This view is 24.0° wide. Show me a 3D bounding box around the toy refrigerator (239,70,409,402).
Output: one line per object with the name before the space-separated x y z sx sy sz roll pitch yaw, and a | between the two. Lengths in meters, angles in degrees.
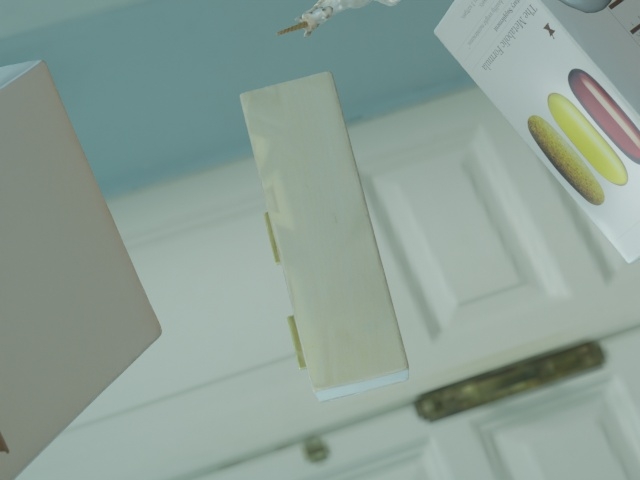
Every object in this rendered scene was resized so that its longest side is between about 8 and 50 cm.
toy refrigerator | 0.000 0.000 1.326 0.102 0.094 0.269 77 179 -78

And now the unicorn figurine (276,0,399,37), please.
unicorn figurine | 0.034 -0.246 1.355 0.060 0.111 0.162 41 -131 -44

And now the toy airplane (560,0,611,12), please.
toy airplane | 0.297 -0.179 0.843 0.384 0.272 0.386 39 137 -12

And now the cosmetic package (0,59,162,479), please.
cosmetic package | -0.445 0.055 1.500 0.327 0.394 0.329 -46 -58 -49

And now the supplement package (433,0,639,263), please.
supplement package | 0.229 -0.130 1.148 0.244 0.134 0.139 51 155 8
